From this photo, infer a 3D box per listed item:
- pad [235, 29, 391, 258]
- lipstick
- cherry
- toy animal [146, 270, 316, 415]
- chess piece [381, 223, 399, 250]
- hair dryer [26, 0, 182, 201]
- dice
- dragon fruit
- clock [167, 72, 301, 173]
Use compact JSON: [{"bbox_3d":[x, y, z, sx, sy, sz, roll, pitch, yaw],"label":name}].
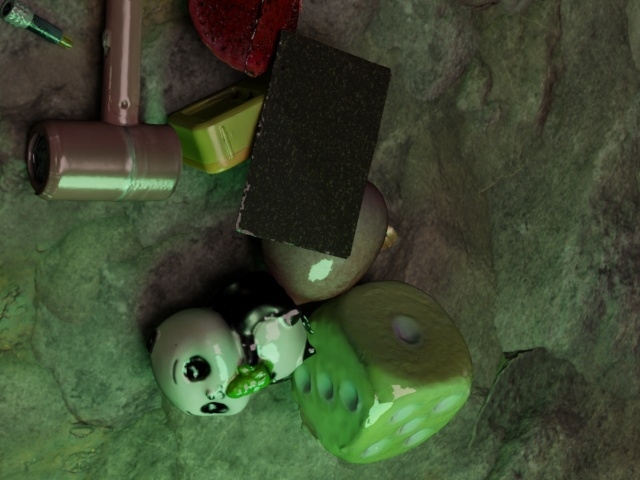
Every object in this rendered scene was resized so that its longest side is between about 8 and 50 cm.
[{"bbox_3d":[-0.007,-0.150,1.787,0.220,0.004,0.330,16,86,-29],"label":"pad"},{"bbox_3d":[-0.412,-0.314,1.623,0.116,0.037,0.037,27,90,-45],"label":"lipstick"},{"bbox_3d":[0.007,-0.007,1.920,0.239,0.206,0.239,16,70,-50],"label":"cherry"},{"bbox_3d":[-0.152,0.184,1.881,0.266,0.212,0.213,-37,125,-19],"label":"toy animal"},{"bbox_3d":[0.084,0.014,2.092,0.122,0.066,0.066,-44,127,-7],"label":"chess piece"},{"bbox_3d":[-0.325,-0.235,1.679,0.210,0.125,0.353,-1,98,-35],"label":"hair dryer"},{"bbox_3d":[0.104,0.237,2.015,0.254,0.252,0.250,-6,141,-38],"label":"dice"},{"bbox_3d":[-0.112,-0.395,1.747,0.189,0.163,0.262,17,94,-10],"label":"dragon fruit"},{"bbox_3d":[-0.132,-0.191,1.801,0.202,0.143,0.096,-30,115,-24],"label":"clock"}]
